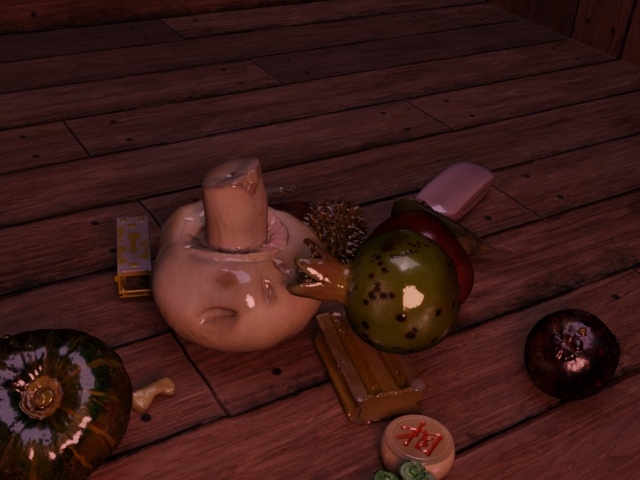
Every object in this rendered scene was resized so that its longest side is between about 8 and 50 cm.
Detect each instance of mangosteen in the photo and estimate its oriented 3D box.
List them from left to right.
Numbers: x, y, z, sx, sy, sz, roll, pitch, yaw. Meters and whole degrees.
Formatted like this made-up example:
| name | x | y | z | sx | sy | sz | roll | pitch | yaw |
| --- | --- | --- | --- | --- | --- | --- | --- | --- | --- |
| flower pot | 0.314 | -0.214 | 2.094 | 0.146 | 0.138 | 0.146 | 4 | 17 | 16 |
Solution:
| name | x | y | z | sx | sy | sz | roll | pitch | yaw |
| --- | --- | --- | --- | --- | --- | --- | --- | --- | --- |
| mangosteen | 0.449 | 0.208 | 1.474 | 0.172 | 0.184 | 0.172 | -1 | 77 | 6 |

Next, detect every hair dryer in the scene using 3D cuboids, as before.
| name | x | y | z | sx | sy | sz | roll | pitch | yaw |
| --- | --- | --- | --- | --- | --- | --- | --- | --- | --- |
| hair dryer | -0.163 | -0.114 | 1.916 | 0.225 | 0.088 | 0.219 | -17 | 17 | 4 |

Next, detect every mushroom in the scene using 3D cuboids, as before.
| name | x | y | z | sx | sy | sz | roll | pitch | yaw |
| --- | --- | --- | --- | --- | --- | --- | --- | --- | --- |
| mushroom | -0.174 | 0.037 | 1.534 | 0.325 | 0.353 | 0.353 | -10 | 18 | 40 |

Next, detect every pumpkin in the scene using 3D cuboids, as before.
| name | x | y | z | sx | sy | sz | roll | pitch | yaw |
| --- | --- | --- | --- | --- | --- | --- | --- | --- | --- |
| pumpkin | -0.410 | 0.260 | 1.244 | 0.260 | 0.189 | 0.260 | 1 | 62 | -2 |

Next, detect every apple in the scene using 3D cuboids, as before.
| name | x | y | z | sx | sy | sz | roll | pitch | yaw |
| --- | --- | --- | --- | --- | --- | --- | --- | --- | --- |
| apple | 0.182 | 0.050 | 1.625 | 0.234 | 0.234 | 0.234 | 3 | 32 | -2 |

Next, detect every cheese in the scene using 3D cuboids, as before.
| name | x | y | z | sx | sy | sz | roll | pitch | yaw |
| --- | --- | --- | --- | --- | --- | --- | --- | --- | --- |
| cheese | -0.284 | 0.261 | 1.392 | 0.083 | 0.030 | 0.044 | -21 | 62 | -42 |

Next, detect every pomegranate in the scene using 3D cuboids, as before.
| name | x | y | z | sx | sy | sz | roll | pitch | yaw |
| --- | --- | --- | --- | --- | --- | --- | --- | --- | --- |
| pomegranate | 0.103 | 0.079 | 1.420 | 0.286 | 0.231 | 0.231 | 16 | 34 | 18 |

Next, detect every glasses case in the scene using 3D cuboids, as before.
| name | x | y | z | sx | sy | sz | roll | pitch | yaw |
| --- | --- | --- | --- | --- | --- | --- | --- | --- | --- |
| glasses case | 0.332 | -0.120 | 2.028 | 0.113 | 0.075 | 0.297 | 23 | 38 | 25 |

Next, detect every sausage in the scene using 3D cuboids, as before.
| name | x | y | z | sx | sy | sz | roll | pitch | yaw |
| --- | --- | --- | --- | --- | --- | --- | --- | --- | --- |
| sausage | -0.081 | -0.051 | 1.869 | 0.141 | 0.076 | 0.076 | -10 | 35 | -22 |

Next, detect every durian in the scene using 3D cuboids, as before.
| name | x | y | z | sx | sy | sz | roll | pitch | yaw |
| --- | --- | --- | --- | --- | --- | --- | --- | --- | --- |
| durian | 0.007 | -0.007 | 1.764 | 0.183 | 0.138 | 0.250 | 17 | 39 | 3 |

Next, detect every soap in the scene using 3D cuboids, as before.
| name | x | y | z | sx | sy | sz | roll | pitch | yaw |
| --- | --- | --- | --- | --- | --- | --- | --- | --- | --- |
| soap | 0.082 | 0.220 | 1.462 | 0.135 | 0.076 | 0.233 | -7 | 35 | -19 |

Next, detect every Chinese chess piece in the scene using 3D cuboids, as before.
| name | x | y | z | sx | sy | sz | roll | pitch | yaw |
| --- | --- | --- | --- | --- | --- | --- | --- | --- | --- |
| Chinese chess piece | 0.155 | 0.335 | 1.313 | 0.122 | 0.051 | 0.122 | 3 | 33 | -2 |

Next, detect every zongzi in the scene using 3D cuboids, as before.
| name | x | y | z | sx | sy | sz | roll | pitch | yaw |
| --- | --- | --- | --- | --- | --- | --- | --- | --- | --- |
| zongzi | 0.275 | -0.032 | 1.868 | 0.204 | 0.094 | 0.205 | -1 | 32 | -17 |

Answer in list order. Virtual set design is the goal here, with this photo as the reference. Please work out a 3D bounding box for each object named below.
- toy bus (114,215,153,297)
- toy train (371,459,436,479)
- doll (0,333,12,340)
| name | x | y | z | sx | sy | sz | roll | pitch | yaw |
| --- | --- | --- | --- | --- | --- | --- | --- | --- | --- |
| toy bus | -0.383 | 0.032 | 1.695 | 0.081 | 0.074 | 0.226 | -2 | 32 | -11 |
| toy train | 0.076 | 0.405 | 1.172 | 0.251 | 0.085 | 0.119 | -14 | 43 | -24 |
| doll | -0.637 | 0.210 | 1.374 | 0.291 | 0.086 | 0.117 | -8 | -5 | -17 |
